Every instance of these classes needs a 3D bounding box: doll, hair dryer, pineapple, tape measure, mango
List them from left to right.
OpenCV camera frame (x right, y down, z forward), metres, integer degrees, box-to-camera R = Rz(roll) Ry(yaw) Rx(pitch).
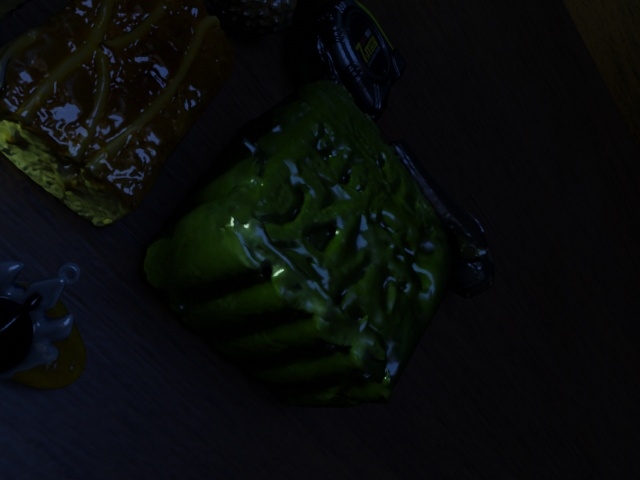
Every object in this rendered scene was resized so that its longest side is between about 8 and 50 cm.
[{"bbox_3d":[-0.269,0.080,0.431,0.195,0.070,0.096,-36,109,-3],"label":"doll"},{"bbox_3d":[-0.261,0.089,0.507,0.114,0.057,0.079,55,43,-26],"label":"mango"},{"bbox_3d":[-0.129,-0.348,0.752,0.197,0.108,0.108,3,74,-30],"label":"pineapple"},{"bbox_3d":[0.041,-0.290,0.885,0.186,0.112,0.199,53,41,-28],"label":"tape measure"},{"bbox_3d":[0.194,-0.031,0.844,0.304,0.120,0.359,61,6,-3],"label":"hair dryer"}]

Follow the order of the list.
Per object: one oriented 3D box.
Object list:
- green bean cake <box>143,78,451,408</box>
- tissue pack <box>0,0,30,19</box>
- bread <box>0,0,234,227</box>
[{"bbox_3d":[0.000,0.000,0.675,0.335,0.218,0.319,47,49,-25],"label":"green bean cake"},{"bbox_3d":[-0.325,-0.416,0.409,0.264,0.253,0.417,10,85,-44],"label":"tissue pack"},{"bbox_3d":[-0.214,-0.174,0.598,0.184,0.114,0.275,43,49,-26],"label":"bread"}]
